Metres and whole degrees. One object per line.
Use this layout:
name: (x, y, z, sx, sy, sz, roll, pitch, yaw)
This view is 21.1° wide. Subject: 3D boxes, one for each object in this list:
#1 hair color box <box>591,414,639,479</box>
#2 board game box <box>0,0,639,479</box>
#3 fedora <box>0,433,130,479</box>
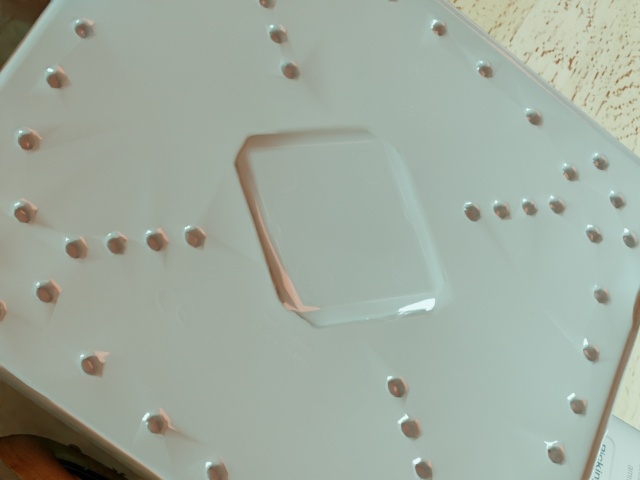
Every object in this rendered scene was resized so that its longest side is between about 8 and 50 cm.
hair color box: (0.151, 0.201, 1.056, 0.347, 0.105, 0.174, 31, 53, -20)
board game box: (0.000, 0.000, 0.950, 0.390, 0.050, 0.390, 37, 50, -13)
fedora: (-0.100, 0.177, 0.878, 0.194, 0.194, 0.079, 36, 87, -17)
